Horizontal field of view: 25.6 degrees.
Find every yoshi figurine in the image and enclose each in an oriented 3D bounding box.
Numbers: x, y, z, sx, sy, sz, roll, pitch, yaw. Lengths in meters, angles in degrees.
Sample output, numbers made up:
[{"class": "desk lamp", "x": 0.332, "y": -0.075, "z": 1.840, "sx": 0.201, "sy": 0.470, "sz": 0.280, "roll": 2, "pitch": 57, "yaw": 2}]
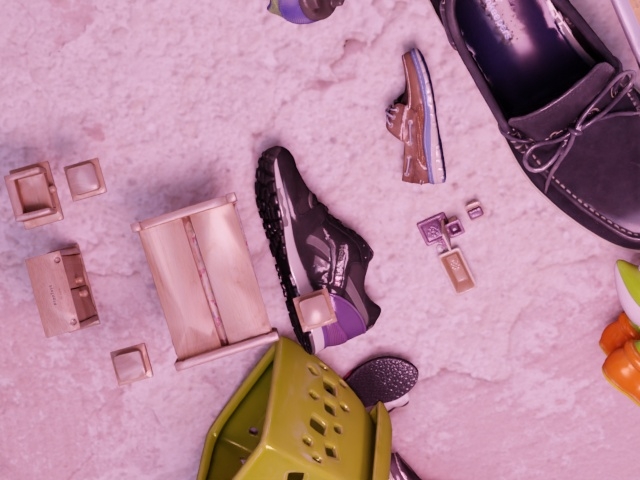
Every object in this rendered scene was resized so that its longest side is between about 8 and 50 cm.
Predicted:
[{"class": "yoshi figurine", "x": 0.517, "y": 0.053, "z": 1.757, "sx": 0.203, "sy": 0.203, "sz": 0.362, "roll": 49, "pitch": 118, "yaw": 33}]

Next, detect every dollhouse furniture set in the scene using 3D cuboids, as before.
[{"class": "dollhouse furniture set", "x": -0.192, "y": 0.008, "z": 1.839, "sx": 0.355, "sy": 0.174, "sz": 0.303, "roll": -16, "pitch": 91, "yaw": -1}, {"class": "dollhouse furniture set", "x": 0.191, "y": 0.021, "z": 1.854, "sx": 0.091, "sy": 0.081, "sz": 0.114, "roll": -23, "pitch": 108, "yaw": 11}]

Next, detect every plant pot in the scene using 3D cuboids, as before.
[{"class": "plant pot", "x": -0.030, "y": 0.306, "z": 1.886, "sx": 0.207, "sy": 0.228, "sz": 0.227, "roll": 29, "pitch": 123, "yaw": -13}]

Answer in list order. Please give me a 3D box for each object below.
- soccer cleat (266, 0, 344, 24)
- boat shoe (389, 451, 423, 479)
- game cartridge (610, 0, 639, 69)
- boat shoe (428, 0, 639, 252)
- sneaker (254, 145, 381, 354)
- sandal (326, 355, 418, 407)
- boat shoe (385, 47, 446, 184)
[{"class": "soccer cleat", "x": -0.033, "y": -0.407, "z": 1.703, "sx": 0.121, "sy": 0.093, "sz": 0.289, "roll": 8, "pitch": 104, "yaw": 44}, {"class": "boat shoe", "x": 0.184, "y": 0.393, "z": 1.989, "sx": 0.092, "sy": 0.103, "sz": 0.285, "roll": -35, "pitch": 109, "yaw": 9}, {"class": "game cartridge", "x": 0.446, "y": -0.337, "z": 1.722, "sx": 0.198, "sy": 0.062, "sz": 0.297, "roll": -23, "pitch": 108, "yaw": 16}, {"class": "boat shoe", "x": 0.297, "y": -0.172, "z": 1.739, "sx": 0.187, "sy": 0.156, "sz": 0.500, "roll": -34, "pitch": 107, "yaw": 13}, {"class": "sneaker", "x": 0.000, "y": 0.000, "z": 1.865, "sx": 0.124, "sy": 0.107, "sz": 0.283, "roll": -19, "pitch": 107, "yaw": -15}, {"class": "sandal", "x": 0.059, "y": 0.204, "z": 1.958, "sx": 0.179, "sy": 0.040, "sz": 0.067, "roll": -30, "pitch": 101, "yaw": 28}, {"class": "boat shoe", "x": 0.117, "y": -0.154, "z": 1.801, "sx": 0.066, "sy": 0.066, "sz": 0.183, "roll": -8, "pitch": 110, "yaw": 8}]
